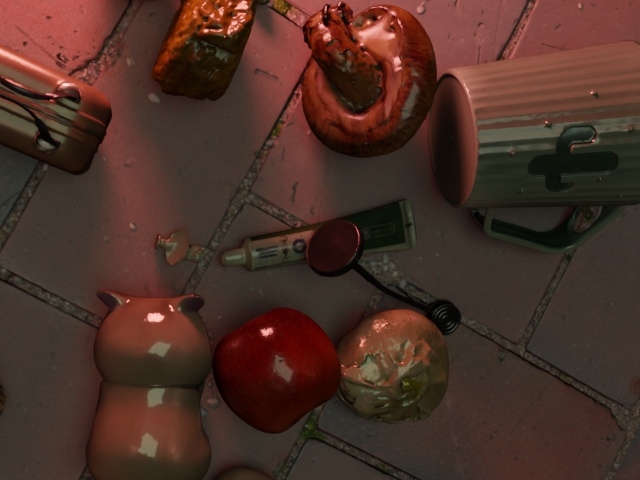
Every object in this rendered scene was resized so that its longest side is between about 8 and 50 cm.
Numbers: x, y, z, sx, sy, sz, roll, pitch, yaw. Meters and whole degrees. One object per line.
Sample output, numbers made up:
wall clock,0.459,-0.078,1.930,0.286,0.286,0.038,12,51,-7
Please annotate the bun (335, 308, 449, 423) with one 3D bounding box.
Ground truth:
bun,0.136,0.245,1.808,0.239,0.141,0.239,-7,114,-16

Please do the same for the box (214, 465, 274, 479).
box,-0.155,0.518,1.784,0.146,0.088,0.200,23,88,-18

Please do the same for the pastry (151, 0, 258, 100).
pastry,-0.196,-0.352,1.643,0.132,0.235,0.240,17,79,-13

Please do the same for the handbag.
handbag,-0.484,-0.219,1.535,0.302,0.283,0.149,26,84,-17

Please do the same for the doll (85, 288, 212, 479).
doll,-0.294,0.276,1.669,0.215,0.226,0.370,5,81,13

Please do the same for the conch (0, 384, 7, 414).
conch,-0.631,0.278,1.633,0.207,0.130,0.155,-42,70,12

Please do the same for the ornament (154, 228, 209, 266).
ornament,-0.253,0.014,1.747,0.092,0.041,0.068,44,83,-16

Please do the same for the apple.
apple,-0.079,0.229,1.723,0.218,0.218,0.201,-32,80,-13

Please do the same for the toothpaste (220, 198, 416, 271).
toothpaste,0.000,0.000,1.817,0.392,0.061,0.098,-11,96,-19

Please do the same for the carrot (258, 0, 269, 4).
carrot,-0.172,-0.532,1.741,0.049,0.049,0.254,-40,99,-11

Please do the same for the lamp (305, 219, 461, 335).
lamp,0.137,0.098,1.808,0.371,0.108,0.130,40,86,-27

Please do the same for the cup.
cup,0.432,-0.163,1.819,0.392,0.310,0.400,-6,93,-12

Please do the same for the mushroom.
mushroom,0.082,-0.301,1.749,0.263,0.195,0.283,-27,99,23
